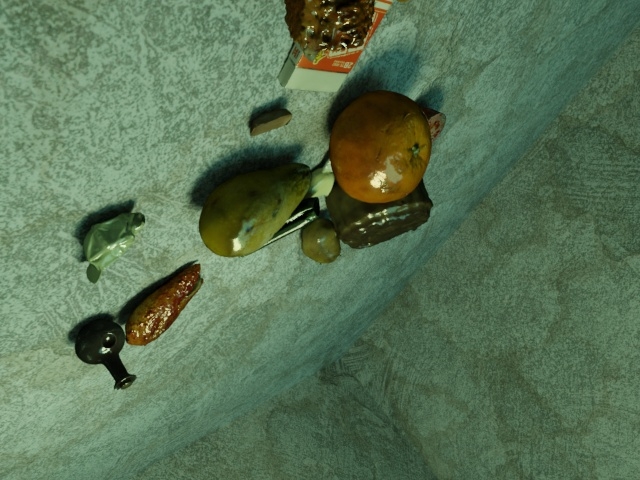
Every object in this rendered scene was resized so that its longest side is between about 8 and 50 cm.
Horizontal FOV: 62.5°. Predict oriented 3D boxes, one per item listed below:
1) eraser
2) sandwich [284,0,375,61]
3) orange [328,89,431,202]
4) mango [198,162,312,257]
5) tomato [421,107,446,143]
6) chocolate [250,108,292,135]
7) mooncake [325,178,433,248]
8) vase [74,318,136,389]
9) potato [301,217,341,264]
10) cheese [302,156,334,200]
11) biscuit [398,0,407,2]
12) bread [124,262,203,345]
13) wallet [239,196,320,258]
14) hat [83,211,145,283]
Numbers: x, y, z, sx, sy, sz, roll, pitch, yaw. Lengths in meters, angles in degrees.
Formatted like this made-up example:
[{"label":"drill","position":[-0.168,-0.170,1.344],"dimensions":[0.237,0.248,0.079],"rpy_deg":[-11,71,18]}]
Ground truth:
[{"label":"eraser","position":[0.028,-0.398,1.049],"dimensions":[0.157,0.038,0.230],"rpy_deg":[-12,149,-44]},{"label":"sandwich","position":[0.005,-0.431,0.805],"dimensions":[0.250,0.162,0.301],"rpy_deg":[-22,124,-69]},{"label":"orange","position":[0.150,-0.232,1.330],"dimensions":[0.284,0.226,0.284],"rpy_deg":[-21,119,-44]},{"label":"mango","position":[-0.151,-0.085,1.250],"dimensions":[0.176,0.176,0.329],"rpy_deg":[-14,-158,37]},{"label":"tomato","position":[0.287,-0.326,1.627],"dimensions":[0.225,0.085,0.225],"rpy_deg":[-36,158,-17]},{"label":"chocolate","position":[-0.111,-0.257,1.135],"dimensions":[0.100,0.031,0.064],"rpy_deg":[-27,173,-26]},{"label":"mooncake","position":[0.180,-0.104,1.620],"dimensions":[0.324,0.187,0.324],"rpy_deg":[-16,165,-5]},{"label":"vase","position":[-0.517,0.283,1.289],"dimensions":[0.120,0.183,0.120],"rpy_deg":[-35,160,-15]},{"label":"potato","position":[0.000,0.000,1.732],"dimensions":[0.137,0.137,0.176],"rpy_deg":[-34,138,-18]},{"label":"cheese","position":[0.008,-0.183,1.470],"dimensions":[0.127,0.050,0.235],"rpy_deg":[-13,144,-47]},{"label":"biscuit","position":[0.191,-0.554,1.059],"dimensions":[0.236,0.040,0.144],"rpy_deg":[-32,152,-5]},{"label":"bread","position":[-0.406,0.174,1.395],"dimensions":[0.269,0.095,0.139],"rpy_deg":[-39,167,-19]},{"label":"wallet","position":[-0.111,-0.042,1.409],"dimensions":[0.236,0.055,0.160],"rpy_deg":[-27,-167,10]},{"label":"hat","position":[-0.433,0.007,1.065],"dimensions":[0.166,0.081,0.122],"rpy_deg":[-39,-155,40]}]
